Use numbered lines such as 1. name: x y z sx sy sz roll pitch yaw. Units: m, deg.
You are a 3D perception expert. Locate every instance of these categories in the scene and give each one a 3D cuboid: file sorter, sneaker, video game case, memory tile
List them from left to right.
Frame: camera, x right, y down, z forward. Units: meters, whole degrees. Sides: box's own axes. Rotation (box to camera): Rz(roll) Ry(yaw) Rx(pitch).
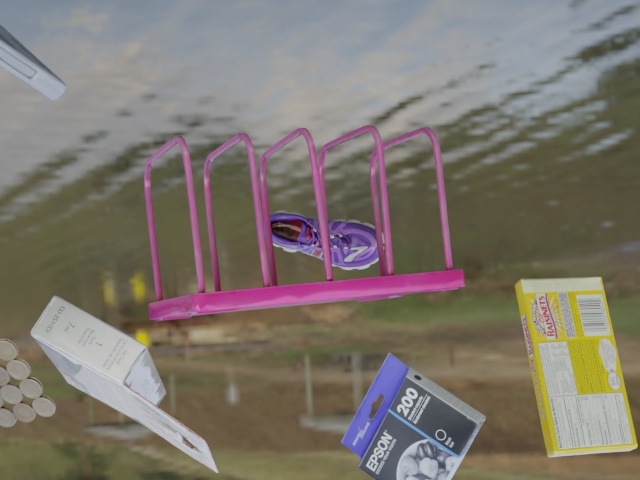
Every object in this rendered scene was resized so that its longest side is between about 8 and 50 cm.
1. video game case: -0.552 -0.353 2.011 0.329 0.036 0.300 41 -178 25
2. memory tile: -0.476 0.216 2.080 0.113 0.148 0.012 -18 -155 23
3. file sorter: -0.028 -0.020 1.471 0.290 0.182 0.202 -5 176 -20
4. sneaker: 0.000 0.000 1.829 0.170 0.068 0.071 8 -179 10

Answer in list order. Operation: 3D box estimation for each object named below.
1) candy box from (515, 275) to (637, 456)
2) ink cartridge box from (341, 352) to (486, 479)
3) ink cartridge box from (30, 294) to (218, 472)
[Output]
1. candy box: 0.290 0.141 1.566 0.105 0.206 0.027 -2 159 -15
2. ink cartridge box: 0.151 0.335 2.391 0.208 0.206 0.045 33 -158 19
3. ink cartridge box: -0.237 0.197 1.822 0.261 0.066 0.296 29 165 7
